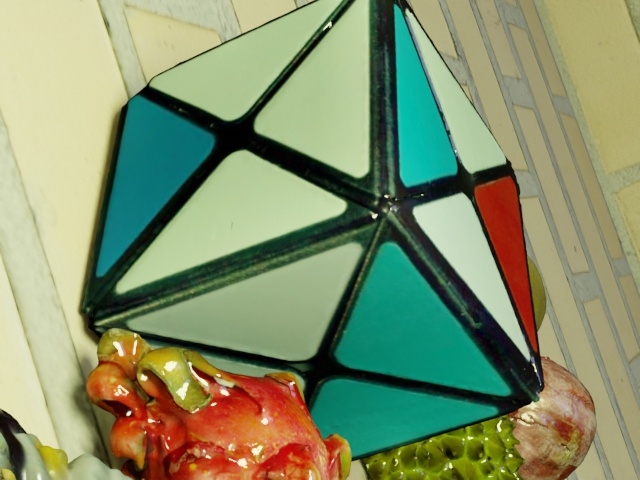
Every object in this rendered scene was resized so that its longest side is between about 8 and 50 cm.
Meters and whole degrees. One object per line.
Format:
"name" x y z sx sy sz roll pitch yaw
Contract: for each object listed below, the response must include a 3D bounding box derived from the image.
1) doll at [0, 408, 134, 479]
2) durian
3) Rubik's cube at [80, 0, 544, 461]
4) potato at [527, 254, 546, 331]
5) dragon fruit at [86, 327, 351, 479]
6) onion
"doll" -0.127 0.176 0.656 0.316 0.145 0.103 52 61 -24
"durian" 0.094 0.176 1.186 0.169 0.157 0.356 134 -61 -75
"Rubik's cube" 0.000 0.000 0.892 0.248 0.246 0.250 47 32 -39
"potato" 0.179 0.059 1.391 0.200 0.154 0.137 34 78 -58
"dragon fruit" -0.070 0.137 0.770 0.208 0.150 0.133 45 -11 -6
"onion" 0.214 0.198 1.360 0.194 0.159 0.160 27 40 -21
